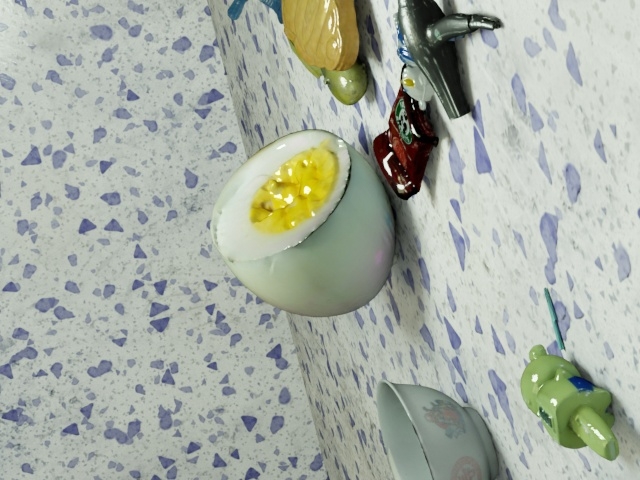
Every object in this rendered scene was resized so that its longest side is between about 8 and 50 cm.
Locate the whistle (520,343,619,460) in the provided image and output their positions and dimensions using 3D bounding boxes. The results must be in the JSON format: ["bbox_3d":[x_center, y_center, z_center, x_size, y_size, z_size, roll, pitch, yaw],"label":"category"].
[{"bbox_3d":[0.330,0.217,1.328,0.227,0.085,0.105,-129,25,-67],"label":"whistle"}]

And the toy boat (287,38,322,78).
[{"bbox_3d":[-0.032,-0.430,2.227,0.172,0.065,0.066,59,-179,23],"label":"toy boat"}]

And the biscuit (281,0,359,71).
[{"bbox_3d":[-0.006,-0.479,1.879,0.351,0.057,0.312,-117,28,-43],"label":"biscuit"}]

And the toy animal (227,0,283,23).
[{"bbox_3d":[-0.157,-0.619,2.356,0.255,0.239,0.176,-56,1,22],"label":"toy animal"}]

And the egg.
[{"bbox_3d":[0.000,0.000,2.074,0.340,0.354,0.354,49,-173,-38],"label":"egg"}]

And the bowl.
[{"bbox_3d":[0.235,0.405,1.903,0.345,0.157,0.345,163,90,-78],"label":"bowl"}]

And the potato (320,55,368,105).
[{"bbox_3d":[0.039,-0.338,1.973,0.105,0.085,0.188,99,157,-55],"label":"potato"}]

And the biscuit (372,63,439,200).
[{"bbox_3d":[0.148,-0.179,1.709,0.235,0.063,0.151,100,151,-61],"label":"biscuit"}]

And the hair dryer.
[{"bbox_3d":[0.193,-0.267,1.396,0.195,0.075,0.219,65,163,-10],"label":"hair dryer"}]

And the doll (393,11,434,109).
[{"bbox_3d":[0.143,-0.314,1.561,0.114,0.057,0.227,-161,57,-72],"label":"doll"}]

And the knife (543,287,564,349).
[{"bbox_3d":[0.325,0.109,1.405,0.014,0.005,0.091,166,88,-80],"label":"knife"}]
